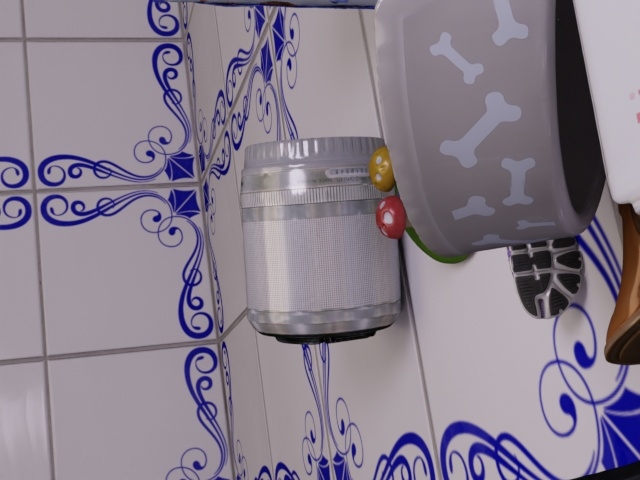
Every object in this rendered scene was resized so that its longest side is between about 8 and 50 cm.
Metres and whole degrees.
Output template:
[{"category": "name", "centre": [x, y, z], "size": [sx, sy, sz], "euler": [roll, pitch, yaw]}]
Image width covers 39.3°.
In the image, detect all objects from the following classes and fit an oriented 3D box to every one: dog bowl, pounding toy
[{"category": "dog bowl", "centre": [0.149, -0.158, 0.649], "size": [0.348, 0.102, 0.349], "euler": [-15, -73, -63]}, {"category": "pounding toy", "centre": [0.112, -0.085, 1.066], "size": [0.183, 0.110, 0.237], "euler": [-131, 40, -63]}]

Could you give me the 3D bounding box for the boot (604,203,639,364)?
[{"category": "boot", "centre": [0.258, -0.008, 0.701], "size": [0.197, 0.072, 0.152], "euler": [104, 163, -46]}]

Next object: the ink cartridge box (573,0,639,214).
[{"category": "ink cartridge box", "centre": [0.253, -0.226, 0.409], "size": [0.279, 0.160, 0.385], "euler": [-23, 70, 58]}]

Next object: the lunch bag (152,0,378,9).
[{"category": "lunch bag", "centre": [-0.037, -0.427, 0.975], "size": [0.239, 0.327, 0.386], "euler": [-96, 9, -45]}]

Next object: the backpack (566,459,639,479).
[{"category": "backpack", "centre": [0.220, 0.356, 0.631], "size": [0.356, 0.273, 0.290], "euler": [71, 156, 15]}]

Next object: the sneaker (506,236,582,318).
[{"category": "sneaker", "centre": [0.210, 0.002, 0.880], "size": [0.071, 0.068, 0.170], "euler": [86, -179, -61]}]

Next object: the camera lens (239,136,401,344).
[{"category": "camera lens", "centre": [0.000, 0.000, 1.262], "size": [0.219, 0.219, 0.274], "euler": [-177, 83, -73]}]
